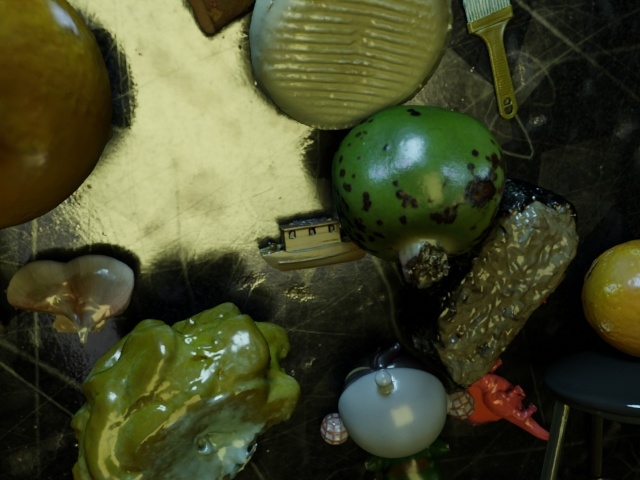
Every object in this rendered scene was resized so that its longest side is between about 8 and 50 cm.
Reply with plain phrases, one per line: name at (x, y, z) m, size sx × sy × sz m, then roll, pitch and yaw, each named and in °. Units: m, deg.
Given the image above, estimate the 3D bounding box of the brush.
brush at (0.290, -0.304, 0.863) m, size 0.083 × 0.010 × 0.218 m, roll -23°, pitch 111°, yaw -7°

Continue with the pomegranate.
pomegranate at (0.140, -0.066, 0.760) m, size 0.254 × 0.254 × 0.270 m, roll 2°, pitch 61°, yaw -14°

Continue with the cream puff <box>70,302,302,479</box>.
cream puff at (-0.210, 0.224, 0.755) m, size 0.274 × 0.270 × 0.323 m, roll 36°, pitch 87°, yaw -38°

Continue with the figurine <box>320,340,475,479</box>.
figurine at (0.142, 0.344, 0.935) m, size 0.281 × 0.167 × 0.369 m, roll -13°, pitch 114°, yaw 6°

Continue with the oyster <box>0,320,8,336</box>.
oyster at (-0.618, 0.083, 0.690) m, size 0.352 × 0.114 × 0.238 m, roll 11°, pitch 142°, yaw -2°

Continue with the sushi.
sushi at (0.275, 0.063, 0.879) m, size 0.211 × 0.171 × 0.350 m, roll 28°, pitch 99°, yaw -21°

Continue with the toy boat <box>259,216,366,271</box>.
toy boat at (0.000, 0.000, 0.858) m, size 0.201 × 0.057 × 0.077 m, roll -8°, pitch 101°, yaw -11°

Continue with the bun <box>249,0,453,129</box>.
bun at (0.032, -0.292, 0.726) m, size 0.287 × 0.146 × 0.287 m, roll -16°, pitch 138°, yaw -15°

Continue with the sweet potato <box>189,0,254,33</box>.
sweet potato at (-0.052, -0.423, 0.690) m, size 0.337 × 0.131 × 0.131 m, roll -39°, pitch 110°, yaw 0°

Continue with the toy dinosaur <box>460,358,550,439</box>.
toy dinosaur at (0.351, 0.344, 1.042) m, size 0.139 × 0.070 × 0.286 m, roll -37°, pitch 114°, yaw 10°

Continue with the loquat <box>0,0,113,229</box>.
loquat at (-0.401, -0.164, 0.580) m, size 0.329 × 0.328 × 0.328 m, roll -4°, pitch 106°, yaw -12°

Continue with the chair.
chair at (0.581, 0.425, 0.936) m, size 0.362 × 0.365 × 0.410 m, roll -11°, pitch 95°, yaw -42°

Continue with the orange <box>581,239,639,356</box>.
orange at (0.596, 0.106, 0.963) m, size 0.219 × 0.193 × 0.219 m, roll 0°, pitch 95°, yaw 1°

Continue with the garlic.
garlic at (-0.366, 0.081, 0.775) m, size 0.175 × 0.099 × 0.124 m, roll 4°, pitch 90°, yaw -14°
